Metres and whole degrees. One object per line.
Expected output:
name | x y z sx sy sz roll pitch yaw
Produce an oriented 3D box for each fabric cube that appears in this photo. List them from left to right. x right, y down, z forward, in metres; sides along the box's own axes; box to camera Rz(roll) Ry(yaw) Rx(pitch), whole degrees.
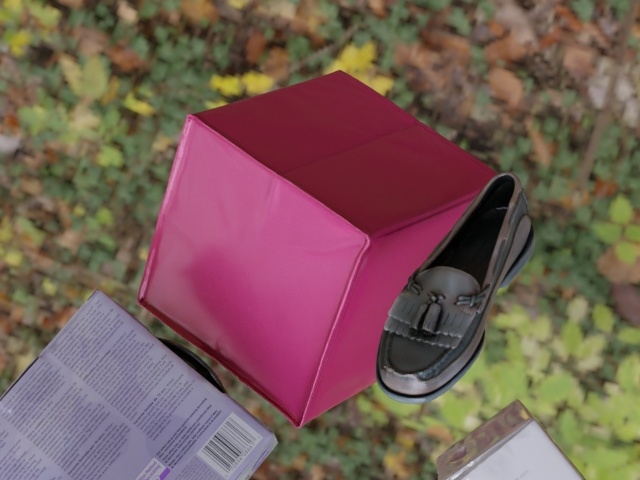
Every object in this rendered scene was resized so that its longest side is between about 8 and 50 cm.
fabric cube | 0.000 0.000 1.573 0.259 0.258 0.254 36 123 24

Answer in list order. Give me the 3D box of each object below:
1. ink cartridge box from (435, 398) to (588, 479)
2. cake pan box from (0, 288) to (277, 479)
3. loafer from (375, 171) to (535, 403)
ink cartridge box | 0.248 0.307 1.461 0.278 0.117 0.201 51 -178 2
cake pan box | -0.212 0.217 1.470 0.246 0.267 0.070 37 169 11
loafer | 0.123 0.035 1.344 0.096 0.267 0.084 15 135 23
